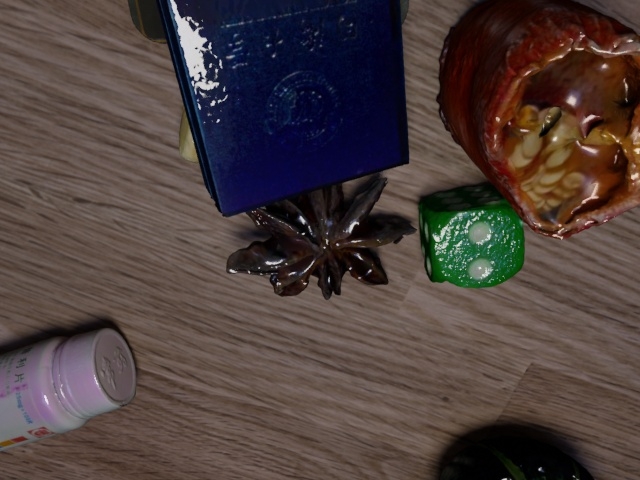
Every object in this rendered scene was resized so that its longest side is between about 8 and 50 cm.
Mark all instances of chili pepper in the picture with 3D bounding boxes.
[{"bbox_3d":[0.253,-0.149,0.667,0.229,0.305,0.251,7,118,7],"label":"chili pepper"}]

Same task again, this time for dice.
[{"bbox_3d":[0.212,-0.008,0.815,0.131,0.128,0.120,-9,108,5],"label":"dice"}]

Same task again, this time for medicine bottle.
[{"bbox_3d":[-0.435,0.233,0.894,0.255,0.152,0.151,-19,109,6],"label":"medicine bottle"}]

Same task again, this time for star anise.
[{"bbox_3d":[0.002,-0.004,0.825,0.283,0.129,0.212,-12,116,-4],"label":"star anise"}]

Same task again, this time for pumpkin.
[{"bbox_3d":[0.321,0.478,0.950,0.296,0.296,0.295,0,110,0],"label":"pumpkin"}]

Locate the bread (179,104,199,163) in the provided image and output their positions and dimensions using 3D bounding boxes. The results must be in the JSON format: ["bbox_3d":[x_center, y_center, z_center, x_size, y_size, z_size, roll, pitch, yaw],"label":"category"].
[{"bbox_3d":[-0.133,-0.154,0.787,0.125,0.082,0.106,11,121,-23],"label":"bread"}]

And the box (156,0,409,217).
[{"bbox_3d":[-0.035,-0.201,0.687,0.262,0.116,0.278,-18,120,-15],"label":"box"}]

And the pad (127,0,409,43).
[{"bbox_3d":[-0.072,-0.386,0.673,0.376,0.063,0.314,-2,123,1],"label":"pad"}]
